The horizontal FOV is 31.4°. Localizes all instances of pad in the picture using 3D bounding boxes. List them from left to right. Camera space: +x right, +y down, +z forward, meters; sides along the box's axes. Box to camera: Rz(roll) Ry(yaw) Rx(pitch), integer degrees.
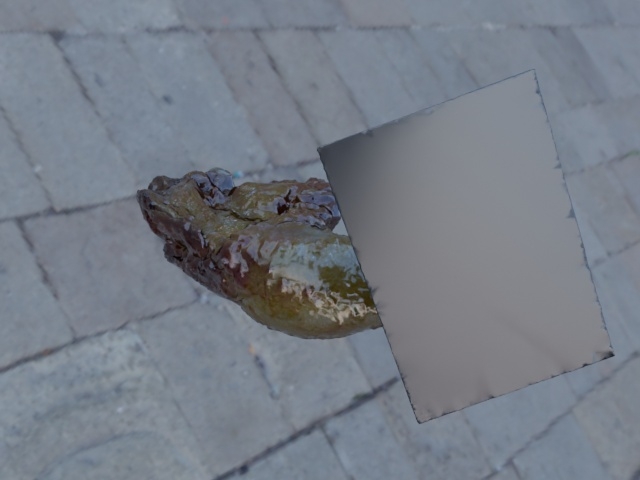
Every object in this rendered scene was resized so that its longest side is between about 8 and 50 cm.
[{"bbox_3d":[0.088,0.009,0.659,0.004,0.127,0.190,-99,169,-68],"label":"pad"}]

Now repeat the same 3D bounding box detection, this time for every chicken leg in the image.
[{"bbox_3d":[-0.007,0.005,0.835,0.177,0.322,0.083,-24,124,-35],"label":"chicken leg"}]
